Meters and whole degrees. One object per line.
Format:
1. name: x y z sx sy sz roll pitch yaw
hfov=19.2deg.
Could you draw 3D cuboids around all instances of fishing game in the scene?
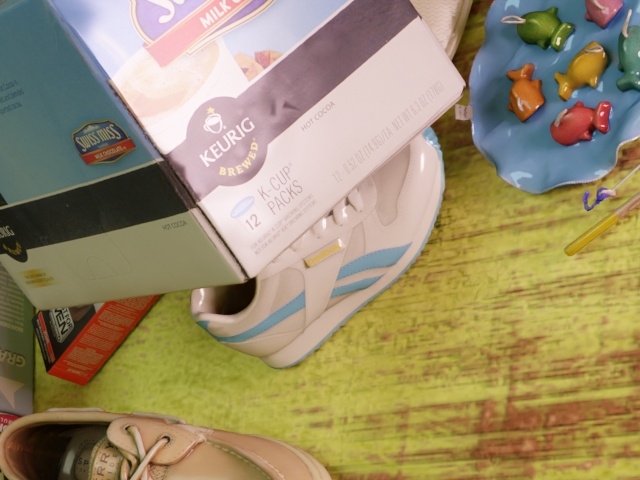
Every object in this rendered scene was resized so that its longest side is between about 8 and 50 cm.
1. fishing game: 0.163 -0.124 1.271 0.189 0.041 0.264 -35 52 31

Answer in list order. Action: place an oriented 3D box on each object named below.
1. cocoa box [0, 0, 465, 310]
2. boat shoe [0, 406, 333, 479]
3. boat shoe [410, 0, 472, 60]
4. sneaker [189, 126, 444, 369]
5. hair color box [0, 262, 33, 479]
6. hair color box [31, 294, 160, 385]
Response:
1. cocoa box: -0.119 -0.112 1.342 0.231 0.228 0.347 -41 16 -27
2. boat shoe: -0.125 0.190 1.409 0.341 0.110 0.121 1 73 50
3. boat shoe: 0.071 -0.207 1.414 0.079 0.084 0.233 123 154 -81
4. sneaker: 0.000 0.000 1.368 0.228 0.092 0.087 -49 40 21
5. hair color box: -0.360 0.098 1.731 0.185 0.113 0.374 -30 52 38
6. hair color box: -0.184 0.048 1.602 0.141 0.043 0.072 -49 41 21
